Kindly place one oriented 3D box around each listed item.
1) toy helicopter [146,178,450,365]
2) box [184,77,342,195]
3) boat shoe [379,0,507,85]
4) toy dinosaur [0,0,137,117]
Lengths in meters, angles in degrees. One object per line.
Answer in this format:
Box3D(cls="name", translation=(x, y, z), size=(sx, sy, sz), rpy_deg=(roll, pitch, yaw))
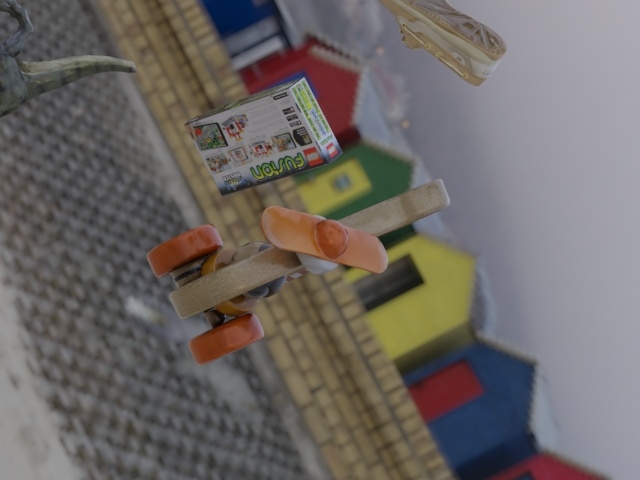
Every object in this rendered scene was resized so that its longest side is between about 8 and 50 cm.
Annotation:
Box3D(cls="toy helicopter", translation=(0.000, 0.000, 1.824), size=(0.140, 0.355, 0.235), rpy_deg=(65, -27, 4))
Box3D(cls="box", translation=(-0.078, -0.133, 2.192), size=(0.207, 0.036, 0.114), rpy_deg=(-14, -70, 43))
Box3D(cls="boat shoe", translation=(0.108, -0.217, 1.700), size=(0.170, 0.063, 0.059), rpy_deg=(39, -50, 18))
Box3D(cls="toy dinosaur", translation=(-0.334, -0.180, 1.738), size=(0.064, 0.268, 0.118), rpy_deg=(26, 43, -88))
